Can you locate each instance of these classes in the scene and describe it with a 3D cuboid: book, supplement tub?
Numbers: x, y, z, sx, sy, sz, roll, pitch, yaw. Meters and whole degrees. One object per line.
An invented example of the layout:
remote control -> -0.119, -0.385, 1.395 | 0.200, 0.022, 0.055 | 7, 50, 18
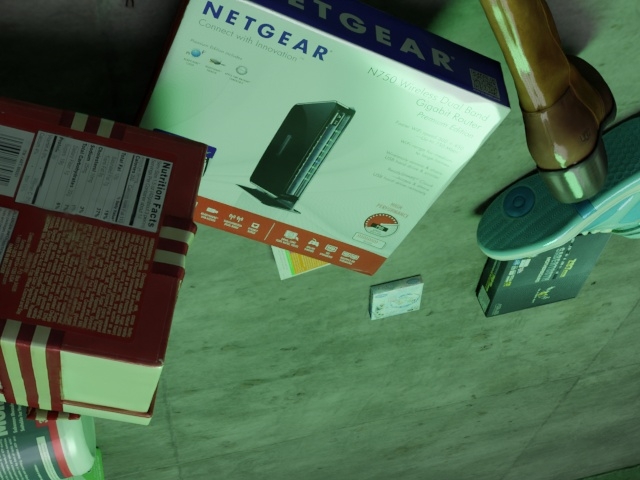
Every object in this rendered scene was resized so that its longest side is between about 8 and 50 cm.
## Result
book -> 0.000, 0.000, 1.199 | 0.144, 0.035, 0.096 | -16, 144, -4
supplement tub -> -0.496, 0.290, 1.247 | 0.272, 0.191, 0.191 | -11, 146, -11

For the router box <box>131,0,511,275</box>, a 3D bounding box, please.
router box -> -0.023, -0.120, 0.884 | 0.336, 0.082, 0.301 | 17, 136, -18

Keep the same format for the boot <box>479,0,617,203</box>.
boot -> 0.230, -0.219, 0.886 | 0.096, 0.264, 0.280 | -12, 126, 33

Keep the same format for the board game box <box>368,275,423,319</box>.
board game box -> 0.130, 0.100, 1.416 | 0.090, 0.020, 0.090 | -12, 147, -8

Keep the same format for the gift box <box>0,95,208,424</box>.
gift box -> -0.264, 0.021, 0.784 | 0.277, 0.255, 0.258 | 16, 153, -8

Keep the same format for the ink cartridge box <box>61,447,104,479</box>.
ink cartridge box -> -0.547, 0.456, 1.454 | 0.119, 0.207, 0.353 | -31, 144, 17

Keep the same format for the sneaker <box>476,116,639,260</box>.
sneaker -> 0.412, -0.037, 1.251 | 0.319, 0.127, 0.208 | -30, 144, 20

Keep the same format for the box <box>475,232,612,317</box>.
box -> 0.382, 0.038, 1.406 | 0.184, 0.059, 0.232 | -12, 147, -11
